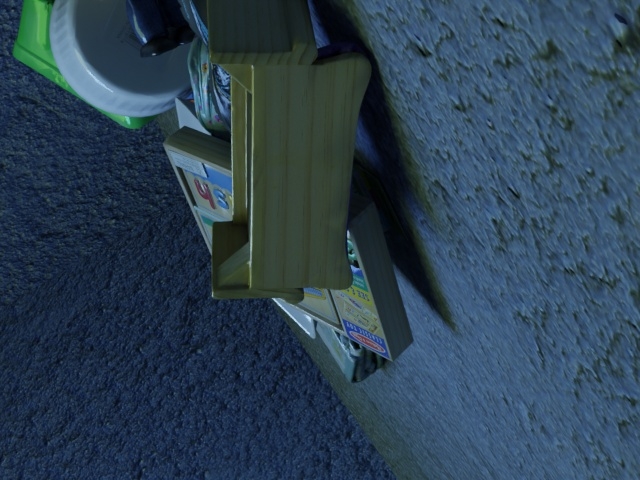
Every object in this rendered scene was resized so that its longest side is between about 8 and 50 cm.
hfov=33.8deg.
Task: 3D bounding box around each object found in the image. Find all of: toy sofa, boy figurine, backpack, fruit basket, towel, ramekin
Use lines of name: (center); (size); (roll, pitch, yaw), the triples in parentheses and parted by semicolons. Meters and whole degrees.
toy sofa: (-0.046, -0.106, 1.259); (0.150, 0.177, 0.362); (-99, 10, -52)
boy figurine: (-0.260, -0.425, 1.569); (0.092, 0.177, 0.285); (18, 127, 65)
backpack: (-0.132, -0.236, 1.577); (0.182, 0.115, 0.152); (85, -176, -53)
fruit basket: (-0.431, -0.372, 2.235); (0.392, 0.283, 0.392); (29, 143, 24)
towel: (0.022, 0.132, 2.206); (0.320, 0.090, 0.374); (59, 172, 13)
ramekin: (-0.297, -0.346, 1.727); (0.277, 0.277, 0.135); (60, 164, -11)

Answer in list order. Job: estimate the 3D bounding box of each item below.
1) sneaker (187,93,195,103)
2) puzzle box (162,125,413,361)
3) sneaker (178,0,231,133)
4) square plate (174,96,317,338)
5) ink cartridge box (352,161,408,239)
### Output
sneaker: (-0.216, -0.356, 1.881); (0.083, 0.087, 0.221); (-89, -11, -64)
puzzle box: (-0.052, -0.001, 1.557); (0.409, 0.052, 0.272); (24, 146, 41)
sneaker: (-0.086, -0.225, 1.419); (0.139, 0.125, 0.341); (40, 164, 48)
square plate: (-0.109, -0.039, 1.761); (0.347, 0.049, 0.344); (44, 157, 26)
ink cartridge box: (0.037, -0.059, 1.498); (0.109, 0.062, 0.209); (63, 170, -27)
